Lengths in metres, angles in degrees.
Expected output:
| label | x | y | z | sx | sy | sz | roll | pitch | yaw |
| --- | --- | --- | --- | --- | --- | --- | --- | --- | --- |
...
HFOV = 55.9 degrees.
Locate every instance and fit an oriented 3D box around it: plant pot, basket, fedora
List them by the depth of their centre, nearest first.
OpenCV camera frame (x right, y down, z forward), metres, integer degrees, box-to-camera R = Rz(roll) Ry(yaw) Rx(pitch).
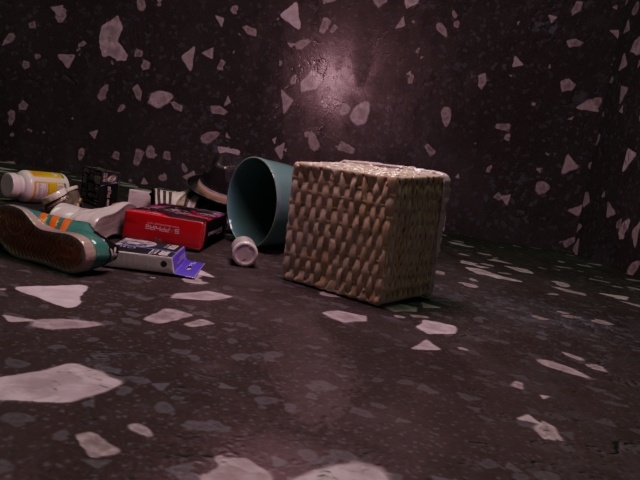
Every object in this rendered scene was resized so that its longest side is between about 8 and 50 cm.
| label | x | y | z | sx | sy | sz | roll | pitch | yaw |
| --- | --- | --- | --- | --- | --- | --- | --- | --- | --- |
| basket | 0.111 | -0.035 | 1.524 | 0.329 | 0.330 | 0.267 | 13 | 10 | 33 |
| plant pot | -0.134 | -0.121 | 1.994 | 0.235 | 0.292 | 0.293 | 0 | 11 | -40 |
| fedora | -0.338 | -0.240 | 2.279 | 0.334 | 0.152 | 0.334 | 17 | 20 | -6 |

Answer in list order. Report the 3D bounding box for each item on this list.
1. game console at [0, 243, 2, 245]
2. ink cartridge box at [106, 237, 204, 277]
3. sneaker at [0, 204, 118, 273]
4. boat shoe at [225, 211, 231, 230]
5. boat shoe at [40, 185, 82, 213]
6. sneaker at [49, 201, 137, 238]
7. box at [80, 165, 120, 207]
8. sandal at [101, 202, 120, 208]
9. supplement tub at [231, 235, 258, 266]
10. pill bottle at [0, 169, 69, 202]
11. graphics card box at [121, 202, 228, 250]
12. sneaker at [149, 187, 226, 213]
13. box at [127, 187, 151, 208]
| label | x | y | z | sx | sy | sz | roll | pitch | yaw |
| --- | --- | --- | --- | --- | --- | --- | --- | --- | --- |
| game console | -0.791 | -0.035 | 1.526 | 0.362 | 0.043 | 0.213 | 15 | 9 | 43 |
| ink cartridge box | -0.388 | 0.039 | 1.444 | 0.209 | 0.045 | 0.206 | 10 | 6 | -6 |
| sneaker | -0.577 | -0.002 | 1.317 | 0.302 | 0.108 | 0.121 | 21 | 10 | 23 |
| boat shoe | -0.283 | -0.076 | 2.307 | 0.094 | 0.109 | 0.302 | 39 | 22 | 7 |
| boat shoe | -0.828 | -0.118 | 1.955 | 0.109 | 0.091 | 0.305 | -30 | 13 | -9 |
| sneaker | -0.652 | -0.070 | 1.724 | 0.169 | 0.108 | 0.292 | 13 | 9 | 6 |
| box | -0.885 | -0.214 | 2.418 | 0.078 | 0.147 | 0.180 | 1 | 10 | -45 |
| sandal | -0.735 | -0.116 | 2.214 | 0.072 | 0.048 | 0.180 | 12 | 8 | 23 |
| supplement tub | -0.208 | 0.029 | 1.645 | 0.071 | 0.070 | 0.107 | 8 | 7 | -10 |
| pill bottle | -1.037 | -0.195 | 2.193 | 0.118 | 0.117 | 0.208 | 14 | 9 | 33 |
| graphics card box | -0.439 | -0.048 | 1.885 | 0.233 | 0.094 | 0.371 | 9 | 6 | 2 |
| sneaker | -0.534 | -0.170 | 2.422 | 0.258 | 0.168 | 0.447 | 12 | 10 | 7 |
| box | -0.720 | -0.162 | 2.455 | 0.102 | 0.087 | 0.101 | 10 | 7 | -1 |
